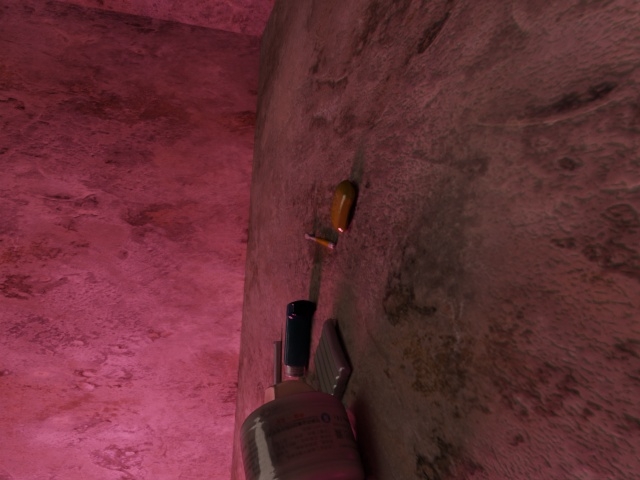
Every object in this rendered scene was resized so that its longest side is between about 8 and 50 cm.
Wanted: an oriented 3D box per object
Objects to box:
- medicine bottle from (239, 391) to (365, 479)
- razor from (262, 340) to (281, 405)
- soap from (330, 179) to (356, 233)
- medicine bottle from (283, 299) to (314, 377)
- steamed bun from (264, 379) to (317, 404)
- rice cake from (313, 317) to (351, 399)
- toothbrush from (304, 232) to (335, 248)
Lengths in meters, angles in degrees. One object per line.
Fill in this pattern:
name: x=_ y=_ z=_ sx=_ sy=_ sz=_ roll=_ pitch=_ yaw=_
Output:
medicine bottle: x=-0.027 y=0.521 z=1.090 sx=0.256 sy=0.255 sz=0.325 roll=109 pitch=151 yaw=-42
razor: x=-0.178 y=0.541 z=2.027 sx=0.111 sy=0.056 sz=0.278 roll=142 pitch=137 yaw=-68
soap: x=0.057 y=-0.089 z=1.327 sx=0.089 sy=0.045 sz=0.140 roll=-118 pitch=35 yaw=-56
medicine bottle: x=-0.074 y=0.311 z=1.636 sx=0.124 sy=0.079 sz=0.259 roll=-165 pitch=79 yaw=-74
steamed bun: x=-0.066 y=0.511 z=1.396 sx=0.146 sy=0.164 sz=0.242 roll=133 pitch=140 yaw=-64
rice cake: x=0.026 y=0.326 z=1.349 sx=0.198 sy=0.037 sz=0.189 roll=-105 pitch=24 yaw=-51
toothbrush: x=0.000 y=0.000 z=1.561 sx=0.288 sy=0.024 sz=0.021 roll=-159 pitch=71 yaw=-72
